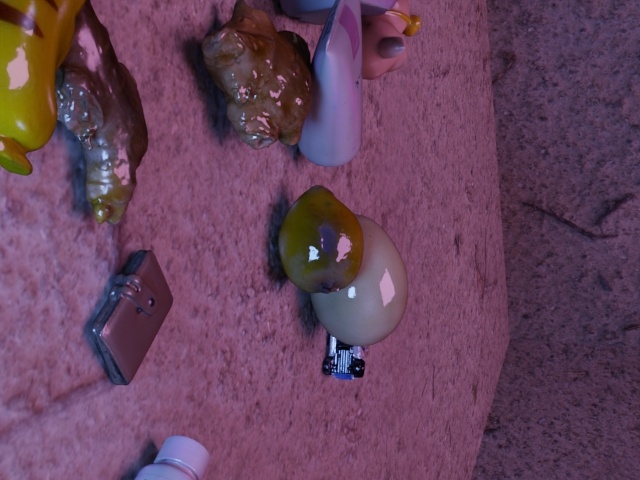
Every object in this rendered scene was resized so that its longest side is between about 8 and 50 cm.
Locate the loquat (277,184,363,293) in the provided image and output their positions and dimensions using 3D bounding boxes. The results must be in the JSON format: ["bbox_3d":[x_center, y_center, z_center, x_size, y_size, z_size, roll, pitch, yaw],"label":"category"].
[{"bbox_3d":[0.000,0.000,1.578,0.152,0.152,0.195,29,52,-66],"label":"loquat"}]

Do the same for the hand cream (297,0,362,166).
[{"bbox_3d":[0.026,-0.270,1.522,0.358,0.118,0.185,96,11,-58],"label":"hand cream"}]

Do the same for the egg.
[{"bbox_3d":[0.072,0.076,1.718,0.188,0.189,0.253,5,76,-68],"label":"egg"}]

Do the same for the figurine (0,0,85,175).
[{"bbox_3d":[-0.300,-0.229,0.795,0.169,0.218,0.326,134,-34,-57],"label":"figurine"}]

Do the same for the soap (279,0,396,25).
[{"bbox_3d":[0.059,-0.555,1.655,0.446,0.156,0.261,-60,141,-51],"label":"soap"}]

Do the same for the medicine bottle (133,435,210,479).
[{"bbox_3d":[-0.220,0.369,1.135,0.260,0.095,0.095,-63,147,-47],"label":"medicine bottle"}]

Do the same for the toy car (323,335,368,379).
[{"bbox_3d":[0.056,0.198,1.837,0.070,0.080,0.170,17,76,-70],"label":"toy car"}]

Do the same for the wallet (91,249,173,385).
[{"bbox_3d":[-0.236,0.095,1.145,0.118,0.039,0.152,75,29,-42],"label":"wallet"}]

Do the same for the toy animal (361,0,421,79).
[{"bbox_3d":[0.111,-0.429,1.817,0.149,0.165,0.248,63,29,-43],"label":"toy animal"}]

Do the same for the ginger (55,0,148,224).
[{"bbox_3d":[-0.259,-0.175,1.005,0.166,0.080,0.333,-77,162,-55],"label":"ginger"}]

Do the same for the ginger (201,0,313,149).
[{"bbox_3d":[-0.104,-0.248,1.341,0.270,0.123,0.218,4,81,-59],"label":"ginger"}]
